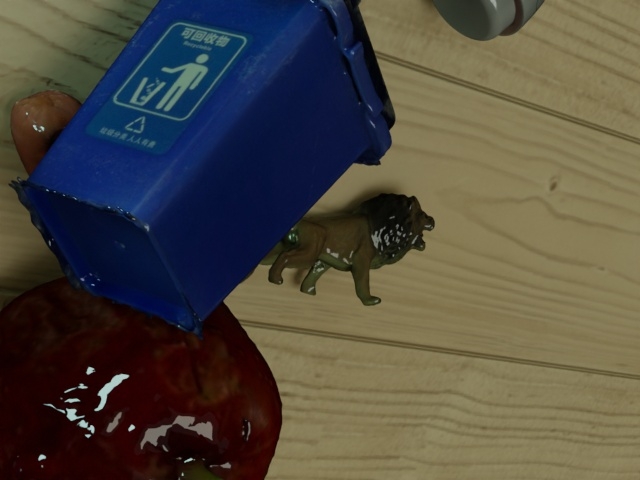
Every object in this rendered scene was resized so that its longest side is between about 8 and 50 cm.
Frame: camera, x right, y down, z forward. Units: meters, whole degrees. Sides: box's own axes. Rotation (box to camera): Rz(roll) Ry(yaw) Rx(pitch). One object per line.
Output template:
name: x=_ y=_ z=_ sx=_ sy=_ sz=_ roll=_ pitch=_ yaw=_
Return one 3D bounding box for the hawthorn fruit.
hawthorn fruit: x=-0.121 y=0.139 z=1.024 sx=0.230 sy=0.266 sz=0.210 roll=-43 pitch=131 yaw=-22

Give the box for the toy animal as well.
toy animal: x=-0.001 y=0.018 z=1.197 sx=0.220 sy=0.069 sz=0.086 roll=-15 pitch=104 yaw=-38

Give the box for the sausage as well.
sausage: x=-0.178 y=-0.062 z=1.004 sx=0.059 sy=0.054 sz=0.094 roll=-41 pitch=136 yaw=-19

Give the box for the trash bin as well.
trash bin: x=-0.071 y=-0.061 z=0.977 sx=0.234 sy=0.162 sz=0.184 roll=-53 pitch=141 yaw=-28

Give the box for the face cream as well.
face cream: x=0.139 y=-0.212 z=1.144 sx=0.095 sy=0.091 sz=0.091 roll=-43 pitch=136 yaw=-21
